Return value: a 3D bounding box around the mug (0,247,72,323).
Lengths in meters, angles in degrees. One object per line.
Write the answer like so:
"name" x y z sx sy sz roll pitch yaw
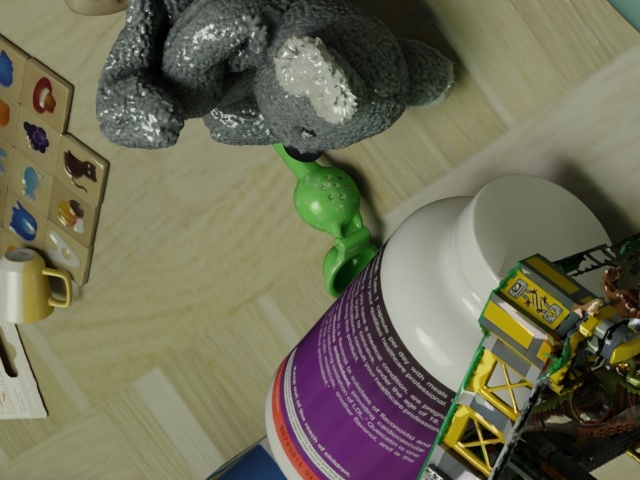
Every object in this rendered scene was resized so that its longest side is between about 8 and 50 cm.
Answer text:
"mug" -0.299 0.043 1.772 0.062 0.078 0.064 -131 38 -58

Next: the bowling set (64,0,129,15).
"bowling set" -0.161 -0.342 1.357 0.200 0.154 0.287 50 144 35

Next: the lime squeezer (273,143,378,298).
"lime squeezer" 0.000 0.000 1.479 0.110 0.059 0.310 -5 114 44

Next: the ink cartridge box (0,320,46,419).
"ink cartridge box" -0.420 0.118 1.960 0.224 0.056 0.181 -6 114 24

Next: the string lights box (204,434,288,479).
"string lights box" -0.126 0.294 1.637 0.077 0.259 0.133 52 138 1

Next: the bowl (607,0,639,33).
"bowl" 0.282 -0.187 0.951 0.311 0.311 0.163 6 140 40

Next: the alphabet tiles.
"alphabet tiles" -0.354 -0.106 1.763 0.342 0.011 0.285 36 135 19

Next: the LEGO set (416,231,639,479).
"LEGO set" 0.230 0.124 1.145 0.192 0.331 0.255 38 114 26

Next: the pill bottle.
"pill bottle" 0.095 0.088 1.358 0.181 0.181 0.323 47 138 7

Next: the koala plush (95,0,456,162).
"koala plush" -0.023 -0.142 1.312 0.221 0.196 0.203 24 107 33
